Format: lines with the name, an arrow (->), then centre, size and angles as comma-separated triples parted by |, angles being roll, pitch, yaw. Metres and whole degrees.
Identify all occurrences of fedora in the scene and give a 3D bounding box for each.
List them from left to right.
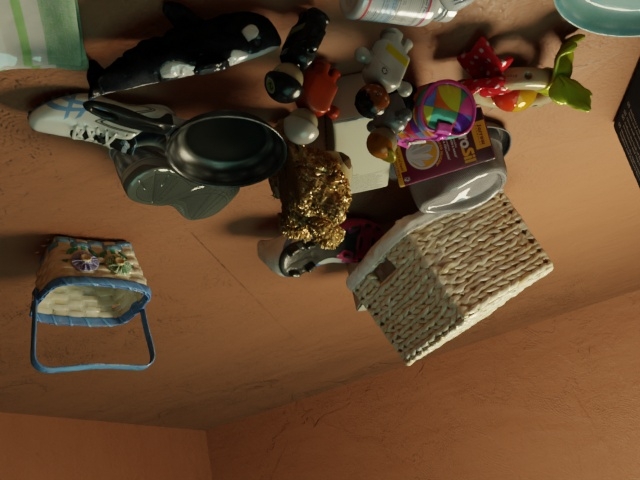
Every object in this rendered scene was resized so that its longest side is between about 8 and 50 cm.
fedora -> 0.275, -0.134, 1.601 | 0.275, 0.124, 0.244 | -18, 156, 12

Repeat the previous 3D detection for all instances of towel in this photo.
towel -> -0.478, -0.288, 0.986 | 0.325, 0.038, 0.248 | -7, 155, -13

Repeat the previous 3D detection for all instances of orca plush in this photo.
orca plush -> -0.208, -0.291, 1.099 | 0.287, 0.102, 0.151 | -8, -157, 15

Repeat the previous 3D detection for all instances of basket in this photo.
basket -> -0.493, 0.141, 1.634 | 0.255, 0.289, 0.201 | 5, 151, -37
basket -> 0.298, 0.073, 1.801 | 0.331, 0.266, 0.328 | -26, 165, -32

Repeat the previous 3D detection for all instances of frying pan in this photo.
frying pan -> -0.215, -0.155, 1.233 | 0.326, 0.053, 0.197 | 6, 149, -17

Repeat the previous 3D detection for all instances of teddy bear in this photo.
teddy bear -> -0.019, -0.097, 1.399 | 0.113, 0.245, 0.338 | -15, 160, -14

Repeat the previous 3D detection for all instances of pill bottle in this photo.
pill bottle -> 0.113, -0.348, 1.080 | 0.160, 0.087, 0.087 | -2, 154, -24

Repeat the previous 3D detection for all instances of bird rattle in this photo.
bird rattle -> 0.341, -0.265, 1.348 | 0.253, 0.143, 0.207 | -8, 173, -2

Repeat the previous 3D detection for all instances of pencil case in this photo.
pencil case -> 0.182, -0.210, 1.296 | 0.104, 0.104, 0.236 | -10, -175, -6

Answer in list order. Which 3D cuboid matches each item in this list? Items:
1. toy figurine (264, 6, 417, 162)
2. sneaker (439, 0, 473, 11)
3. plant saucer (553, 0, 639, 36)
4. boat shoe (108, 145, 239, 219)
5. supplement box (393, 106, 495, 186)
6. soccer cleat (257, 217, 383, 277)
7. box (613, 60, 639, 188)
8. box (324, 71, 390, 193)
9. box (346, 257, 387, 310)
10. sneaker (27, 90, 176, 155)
toy figurine -> 0.035, -0.223, 1.159 | 0.209, 0.148, 0.213 | 18, 162, 13
sneaker -> 0.099, -0.371, 0.954 | 0.366, 0.137, 0.210 | -18, 153, 6
plant saucer -> 0.505, -0.406, 1.131 | 0.317, 0.043, 0.317 | 1, 163, 0
boat shoe -> -0.260, -0.116, 1.416 | 0.118, 0.103, 0.320 | -42, 159, 18
supplement box -> 0.229, -0.179, 1.471 | 0.188, 0.104, 0.081 | -16, -175, 12
soccer cleat -> 0.000, 0.000, 1.820 | 0.331, 0.116, 0.143 | -13, -154, -38
box -> 0.732, -0.219, 1.424 | 0.212, 0.293, 0.395 | -14, 157, 3
box -> 0.068, -0.189, 1.411 | 0.113, 0.094, 0.275 | -11, 156, -4
box -> 0.241, 0.090, 2.072 | 0.311, 0.148, 0.121 | -5, 156, -13
sneaker -> -0.344, -0.182, 1.234 | 0.237, 0.086, 0.085 | 0, 155, -24
